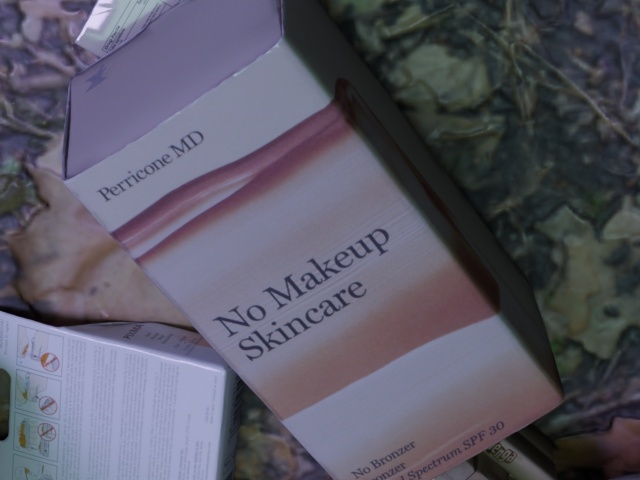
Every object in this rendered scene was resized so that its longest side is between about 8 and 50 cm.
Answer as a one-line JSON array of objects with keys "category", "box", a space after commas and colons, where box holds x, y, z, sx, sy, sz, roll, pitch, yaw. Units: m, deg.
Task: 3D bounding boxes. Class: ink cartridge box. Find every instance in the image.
[{"category": "ink cartridge box", "box": [-0.143, 0.120, 1.100, 0.179, 0.045, 0.145, 14, 115, 16]}]

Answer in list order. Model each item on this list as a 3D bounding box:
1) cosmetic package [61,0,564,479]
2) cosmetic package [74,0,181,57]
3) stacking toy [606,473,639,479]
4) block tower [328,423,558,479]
[{"category": "cosmetic package", "box": [0.000, 0.000, 0.953, 0.153, 0.129, 0.296, -33, 120, 15]}, {"category": "cosmetic package", "box": [-0.082, -0.118, 0.985, 0.115, 0.041, 0.060, 32, 112, -10]}, {"category": "stacking toy", "box": [0.127, 0.365, 1.062, 0.351, 0.350, 0.479, 26, 99, -8]}, {"category": "block tower", "box": [0.007, 0.234, 1.104, 0.097, 0.091, 0.335, 40, 108, -13]}]
